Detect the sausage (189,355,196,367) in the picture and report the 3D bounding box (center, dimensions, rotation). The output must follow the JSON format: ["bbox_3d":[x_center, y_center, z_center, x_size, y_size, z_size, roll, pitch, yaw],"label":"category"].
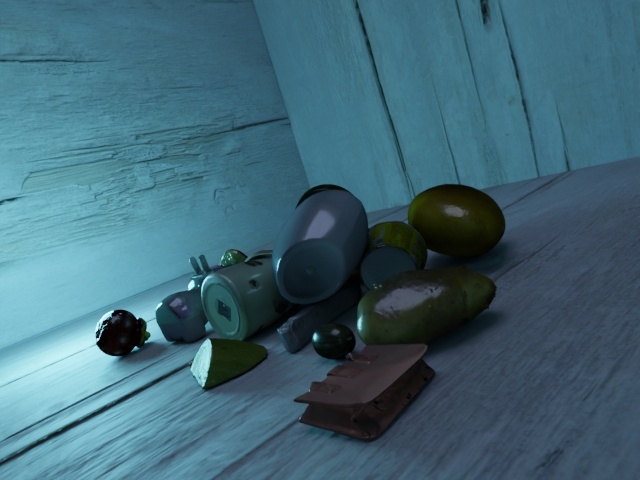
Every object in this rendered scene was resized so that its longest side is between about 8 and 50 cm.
[{"bbox_3d":[-0.313,0.307,1.320,0.024,0.024,0.132,-15,9,19],"label":"sausage"}]

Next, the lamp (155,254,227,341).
[{"bbox_3d":[-0.410,0.185,1.651,0.247,0.248,0.301,-15,15,41],"label":"lamp"}]

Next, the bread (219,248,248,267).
[{"bbox_3d":[-0.287,0.141,1.797,0.056,0.207,0.287,-57,-2,-31],"label":"bread"}]

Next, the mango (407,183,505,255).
[{"bbox_3d":[0.416,-0.052,1.468,0.300,0.221,0.445,11,13,-1],"label":"mango"}]

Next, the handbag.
[{"bbox_3d":[0.076,0.235,0.797,0.157,0.060,0.212,-10,9,42],"label":"handbag"}]

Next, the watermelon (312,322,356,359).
[{"bbox_3d":[0.029,0.212,1.024,0.078,0.078,0.110,-22,10,-35],"label":"watermelon"}]

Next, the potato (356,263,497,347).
[{"bbox_3d":[0.207,0.129,0.979,0.295,0.142,0.191,-16,8,-7],"label":"potato"}]

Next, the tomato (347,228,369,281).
[{"bbox_3d":[0.062,0.026,1.688,0.303,0.239,0.303,-19,3,1],"label":"tomato"}]

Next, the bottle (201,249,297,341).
[{"bbox_3d":[-0.168,0.141,1.474,0.229,0.230,0.351,-10,10,45],"label":"bottle"}]

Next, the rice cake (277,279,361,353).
[{"bbox_3d":[0.006,0.186,1.279,0.056,0.073,0.364,-16,7,35],"label":"rice cake"}]

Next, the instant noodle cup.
[{"bbox_3d":[0.197,0.057,1.359,0.204,0.205,0.153,-15,14,17],"label":"instant noodle cup"}]

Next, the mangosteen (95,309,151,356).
[{"bbox_3d":[-0.669,0.314,1.660,0.180,0.166,0.166,7,-7,-32],"label":"mangosteen"}]

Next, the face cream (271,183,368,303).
[{"bbox_3d":[0.000,0.000,1.342,0.312,0.219,0.357,-50,11,27],"label":"face cream"}]

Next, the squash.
[{"bbox_3d":[-0.228,0.267,1.182,0.184,0.085,0.191,-22,10,-24],"label":"squash"}]
